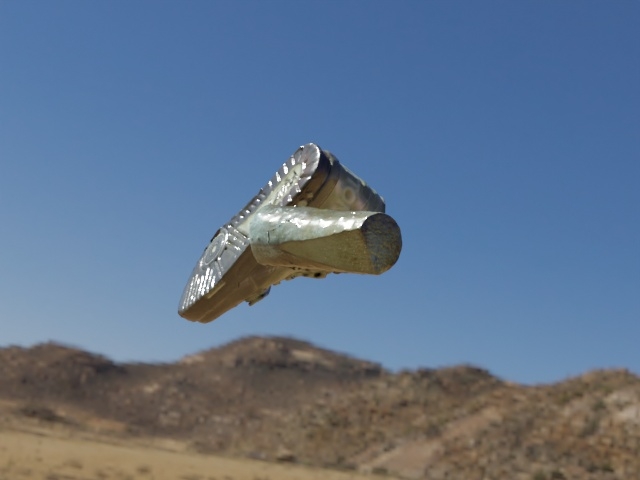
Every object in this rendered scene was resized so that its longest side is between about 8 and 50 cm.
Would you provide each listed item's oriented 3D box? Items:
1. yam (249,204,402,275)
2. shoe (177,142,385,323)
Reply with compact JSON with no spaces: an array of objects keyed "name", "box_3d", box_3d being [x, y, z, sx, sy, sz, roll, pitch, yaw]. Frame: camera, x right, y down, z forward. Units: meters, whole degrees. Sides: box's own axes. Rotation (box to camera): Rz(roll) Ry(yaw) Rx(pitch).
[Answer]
[{"name":"yam","box_3d":[0.000,0.000,1.300,0.169,0.068,0.068,5,-11,44]},{"name":"shoe","box_3d":[-0.039,0.021,1.522,0.149,0.109,0.293,29,-58,-24]}]
